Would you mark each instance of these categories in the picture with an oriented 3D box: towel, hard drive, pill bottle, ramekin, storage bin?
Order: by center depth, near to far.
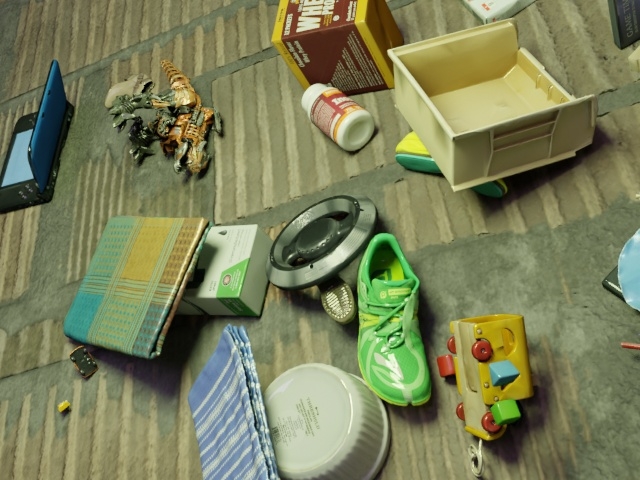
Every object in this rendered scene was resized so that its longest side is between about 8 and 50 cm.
[{"bbox_3d":[0.493,0.068,1.096,0.094,0.022,0.135,-45,52,-4],"label":"hard drive"},{"bbox_3d":[-0.005,0.287,1.162,0.207,0.109,0.207,-12,57,20],"label":"ramekin"},{"bbox_3d":[-0.142,0.326,1.166,0.243,0.040,0.336,-56,39,40],"label":"towel"},{"bbox_3d":[0.284,-0.236,1.270,0.260,0.123,0.262,-17,46,-8],"label":"storage bin"},{"bbox_3d":[-0.353,0.078,1.423,0.370,0.040,0.271,2,67,49],"label":"towel"},{"bbox_3d":[0.030,-0.246,1.481,0.086,0.086,0.152,-44,52,-3],"label":"pill bottle"}]

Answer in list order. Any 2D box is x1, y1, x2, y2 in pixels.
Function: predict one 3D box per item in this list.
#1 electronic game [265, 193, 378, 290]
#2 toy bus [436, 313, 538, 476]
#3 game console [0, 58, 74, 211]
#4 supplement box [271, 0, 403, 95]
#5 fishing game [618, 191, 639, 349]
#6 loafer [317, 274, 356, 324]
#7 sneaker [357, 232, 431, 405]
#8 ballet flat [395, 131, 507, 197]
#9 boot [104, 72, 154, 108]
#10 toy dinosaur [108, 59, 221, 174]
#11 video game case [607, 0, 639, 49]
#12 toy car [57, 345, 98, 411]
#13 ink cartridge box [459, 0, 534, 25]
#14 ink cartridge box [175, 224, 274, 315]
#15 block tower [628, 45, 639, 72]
[{"bbox_3d":[0.000,0.000,1.336,0.229,0.048,0.229,-27,30,17],"label":"electronic game"},{"bbox_3d":[0.254,0.200,1.082,0.104,0.202,0.191,-7,45,-13],"label":"toy bus"},{"bbox_3d":[-0.701,-0.246,1.798,0.250,0.173,0.293,-11,57,21],"label":"game console"},{"bbox_3d":[0.039,-0.397,1.502,0.194,0.191,0.129,-5,59,25],"label":"supplement box"},{"bbox_3d":[0.516,0.038,1.064,0.189,0.041,0.264,5,64,32],"label":"fishing game"},{"bbox_3d":[0.028,0.092,1.287,0.056,0.050,0.148,-32,40,6],"label":"loafer"},{"bbox_3d":[0.105,0.119,1.190,0.109,0.123,0.295,-8,56,-2],"label":"sneaker"},{"bbox_3d":[0.235,-0.145,1.325,0.231,0.077,0.077,23,71,37],"label":"ballet flat"},{"bbox_3d":[-0.459,-0.357,1.826,0.087,0.042,0.118,25,75,33],"label":"boot"},{"bbox_3d":[-0.328,-0.267,1.669,0.218,0.164,0.322,-14,36,1],"label":"toy dinosaur"},{"bbox_3d":[0.604,-0.458,1.249,0.274,0.196,0.026,-29,50,9],"label":"video game case"},{"bbox_3d":[-0.482,0.263,1.455,0.122,0.060,0.040,-55,21,-20],"label":"toy car"},{"bbox_3d":[0.369,-0.513,1.500,0.179,0.045,0.145,-35,52,7],"label":"ink cartridge box"},{"bbox_3d":[-0.203,0.057,1.415,0.208,0.087,0.153,-3,60,27],"label":"ink cartridge box"},{"bbox_3d":[0.636,-0.234,1.125,0.091,0.097,0.335,-44,43,-12],"label":"block tower"}]
